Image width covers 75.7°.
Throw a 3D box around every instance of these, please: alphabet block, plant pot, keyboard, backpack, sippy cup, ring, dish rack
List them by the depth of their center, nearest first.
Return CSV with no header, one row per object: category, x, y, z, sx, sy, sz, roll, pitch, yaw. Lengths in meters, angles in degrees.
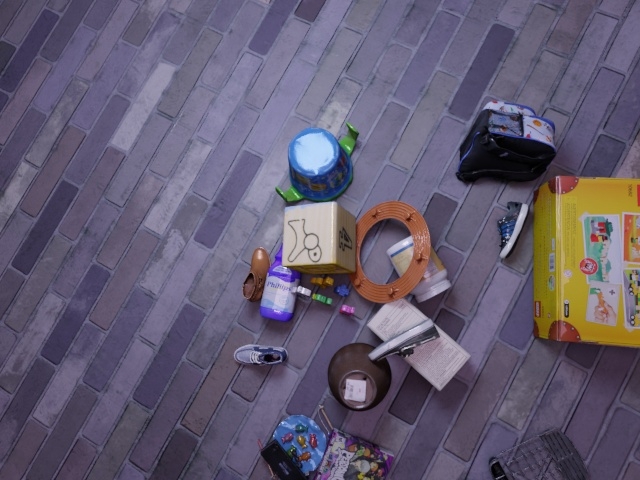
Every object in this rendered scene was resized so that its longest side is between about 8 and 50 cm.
dish rack,0.671,0.712,1.254,0.272,0.074,0.208,-28,80,2
plant pot,0.117,0.439,1.279,0.216,0.230,0.215,-1,82,7
ring,0.201,0.032,1.323,0.337,0.032,0.336,-16,67,43
backpack,0.605,-0.305,1.329,0.264,0.276,0.213,17,71,6
keyboard,-0.104,0.730,1.342,0.108,0.023,0.180,-42,86,15
alphabet block,0.000,0.000,1.346,0.193,0.193,0.196,-4,76,27
sippy cup,-0.011,-0.266,1.398,0.240,0.224,0.305,11,84,9

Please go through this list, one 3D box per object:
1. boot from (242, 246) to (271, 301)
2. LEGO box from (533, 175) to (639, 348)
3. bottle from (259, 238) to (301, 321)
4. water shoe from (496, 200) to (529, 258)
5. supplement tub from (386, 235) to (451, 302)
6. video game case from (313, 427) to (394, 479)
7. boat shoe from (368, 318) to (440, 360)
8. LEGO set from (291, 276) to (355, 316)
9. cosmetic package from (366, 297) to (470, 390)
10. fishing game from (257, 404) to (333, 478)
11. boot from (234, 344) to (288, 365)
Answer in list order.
boot,-0.221,0.111,1.404,0.073,0.152,0.196,-2,82,7
LEGO box,0.879,0.067,1.259,0.373,0.193,0.499,4,82,7
bottle,-0.126,0.132,1.421,0.118,0.092,0.282,12,83,9
water shoe,0.626,-0.034,1.378,0.080,0.073,0.203,22,80,31
supplement tub,0.323,0.088,1.348,0.145,0.144,0.199,-29,80,2
video game case,0.097,0.754,1.321,0.211,0.042,0.231,23,85,1
boat shoe,0.250,0.314,1.228,0.220,0.078,0.070,-29,79,3
LEGO set,0.030,0.170,1.365,0.228,0.093,0.086,23,69,-13
cosmetic package,0.308,0.314,1.326,0.296,0.129,0.153,43,90,10
fishing game,-0.072,0.680,1.364,0.264,0.041,0.189,-27,79,4
boot,-0.210,0.390,1.397,0.190,0.086,0.069,-5,82,6
